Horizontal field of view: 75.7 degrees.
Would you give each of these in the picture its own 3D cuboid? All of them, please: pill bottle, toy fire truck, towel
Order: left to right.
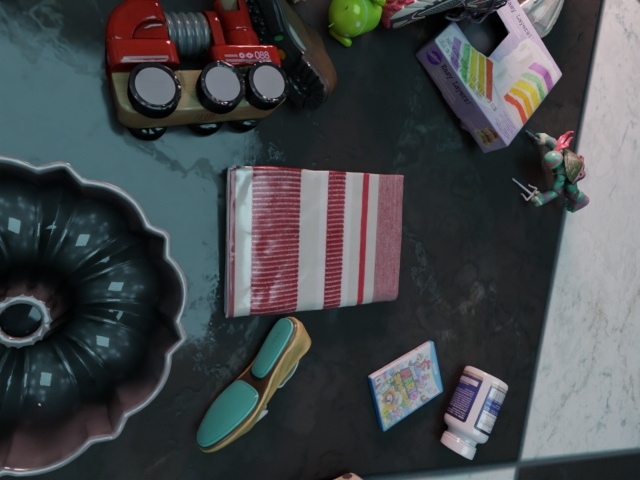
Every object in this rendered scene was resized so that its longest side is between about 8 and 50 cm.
[{"bbox_3d":[-0.164,-0.277,0.522,0.216,0.158,0.247,-14,92,-28],"label":"toy fire truck"},{"bbox_3d":[0.000,0.000,0.696,0.328,0.037,0.237,-1,96,-28],"label":"towel"},{"bbox_3d":[0.321,0.364,0.873,0.094,0.094,0.170,35,77,-27],"label":"pill bottle"}]

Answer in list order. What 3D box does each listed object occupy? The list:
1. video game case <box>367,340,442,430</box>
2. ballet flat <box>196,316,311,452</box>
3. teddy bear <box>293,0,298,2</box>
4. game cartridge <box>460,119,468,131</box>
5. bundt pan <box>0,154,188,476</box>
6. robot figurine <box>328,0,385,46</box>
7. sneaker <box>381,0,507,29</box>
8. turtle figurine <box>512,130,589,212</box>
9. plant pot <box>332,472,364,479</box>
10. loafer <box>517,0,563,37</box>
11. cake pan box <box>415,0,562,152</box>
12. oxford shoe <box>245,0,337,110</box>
[{"bbox_3d":[0.175,0.290,0.829,0.166,0.015,0.119,-20,103,-28],"label":"video game case"},{"bbox_3d":[-0.091,0.229,0.639,0.232,0.080,0.073,-52,131,-15],"label":"ballet flat"},{"bbox_3d":[0.006,-0.457,0.554,0.245,0.113,0.338,-44,147,16],"label":"teddy bear"},{"bbox_3d":[0.325,-0.272,0.873,0.055,0.017,0.084,11,88,-34],"label":"game cartridge"},{"bbox_3d":[-0.327,0.077,0.461,0.330,0.124,0.331,-2,94,-29],"label":"bundt pan"},{"bbox_3d":[0.056,-0.370,0.670,0.067,0.101,0.115,52,45,-5],"label":"robot figurine"},{"bbox_3d":[0.248,-0.428,0.709,0.298,0.121,0.112,-21,138,0],"label":"sneaker"},{"bbox_3d":[0.551,-0.159,0.961,0.234,0.118,0.176,21,83,-35],"label":"turtle figurine"},{"bbox_3d":[0.038,0.530,0.650,0.235,0.236,0.212,-6,90,-30],"label":"plant pot"},{"bbox_3d":[0.493,-0.594,0.891,0.111,0.112,0.320,28,80,-37],"label":"loafer"},{"bbox_3d":[0.345,-0.359,0.835,0.267,0.070,0.246,48,69,-15],"label":"cake pan box"},{"bbox_3d":[-0.053,-0.313,0.628,0.227,0.082,0.096,56,44,-18],"label":"oxford shoe"}]
